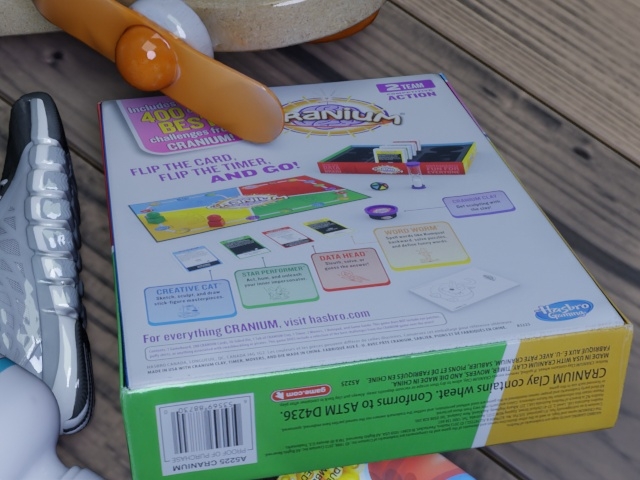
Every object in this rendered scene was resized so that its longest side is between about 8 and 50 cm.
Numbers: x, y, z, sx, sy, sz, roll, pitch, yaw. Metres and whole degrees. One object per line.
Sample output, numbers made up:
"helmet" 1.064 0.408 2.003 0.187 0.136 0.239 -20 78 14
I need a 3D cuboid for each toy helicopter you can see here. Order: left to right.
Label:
"toy helicopter" -0.129 -0.157 0.768 0.355 0.140 0.235 -4 41 9

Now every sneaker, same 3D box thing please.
"sneaker" -0.216 0.013 0.719 0.132 0.086 0.228 -7 67 -7

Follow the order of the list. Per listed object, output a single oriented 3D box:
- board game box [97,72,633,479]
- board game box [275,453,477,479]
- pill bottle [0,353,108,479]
"board game box" 0.000 0.000 0.668 0.242 0.064 0.316 -6 31 -9
"board game box" 0.078 0.231 0.619 0.275 0.144 0.142 34 67 10
"pill bottle" -0.240 0.101 0.603 0.264 0.146 0.146 32 66 1
